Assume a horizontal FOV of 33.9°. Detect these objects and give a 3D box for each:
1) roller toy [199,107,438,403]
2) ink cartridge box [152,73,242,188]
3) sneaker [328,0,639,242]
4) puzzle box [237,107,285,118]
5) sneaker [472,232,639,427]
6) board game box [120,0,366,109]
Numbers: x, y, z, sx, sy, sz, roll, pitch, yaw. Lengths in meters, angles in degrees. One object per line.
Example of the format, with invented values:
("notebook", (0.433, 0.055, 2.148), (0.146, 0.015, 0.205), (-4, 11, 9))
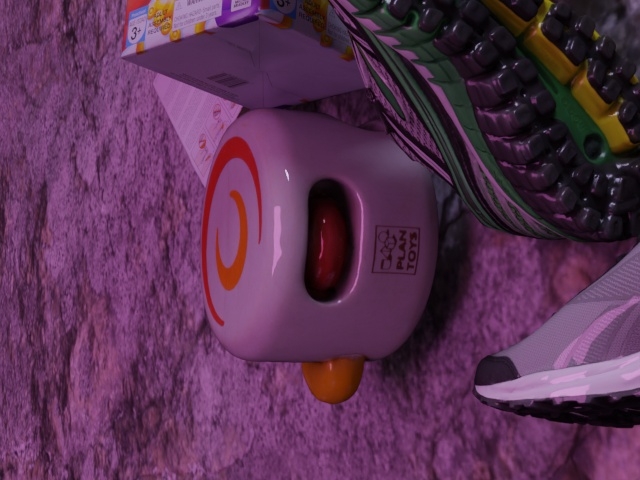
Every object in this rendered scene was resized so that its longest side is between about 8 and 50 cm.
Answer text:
("roller toy", (0.000, 0.000, 0.808), (0.191, 0.146, 0.209), (116, 148, -43))
("ink cartridge box", (-0.081, -0.141, 0.928), (0.145, 0.045, 0.179), (-59, 46, 33))
("sneaker", (0.054, -0.127, 0.622), (0.343, 0.134, 0.146), (53, 153, -13))
("puzzle box", (-0.071, -0.346, 1.005), (0.272, 0.052, 0.408), (-54, 48, 43))
("sneaker", (0.193, 0.039, 0.577), (0.271, 0.100, 0.108), (-31, 55, 46))
("board game box", (-0.033, -0.253, 0.759), (0.142, 0.144, 0.275), (-7, 75, 42))
